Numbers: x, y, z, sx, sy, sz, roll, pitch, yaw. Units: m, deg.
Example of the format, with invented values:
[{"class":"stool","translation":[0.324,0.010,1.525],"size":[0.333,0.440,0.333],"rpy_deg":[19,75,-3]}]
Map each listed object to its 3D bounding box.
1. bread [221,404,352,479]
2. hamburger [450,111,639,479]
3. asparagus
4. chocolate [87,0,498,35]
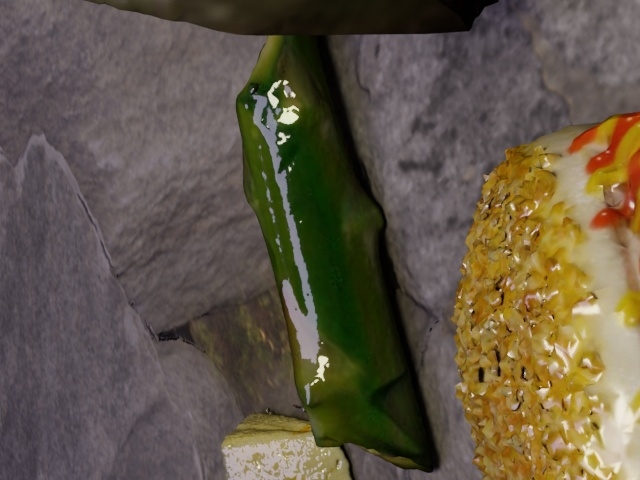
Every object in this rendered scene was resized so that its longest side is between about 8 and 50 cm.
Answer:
[{"class":"bread","translation":[-0.013,0.163,1.380],"size":[0.109,0.080,0.084],"rpy_deg":[-10,100,24]},{"class":"hamburger","translation":[0.150,0.077,0.832],"size":[0.294,0.179,0.276],"rpy_deg":[90,169,-63]},{"class":"asparagus","translation":[0.000,0.000,1.207],"size":[0.082,0.085,0.343],"rpy_deg":[-136,30,-78]},{"class":"chocolate","translation":[-0.053,-0.281,0.950],"size":[0.314,0.326,0.297],"rpy_deg":[41,122,45]}]
